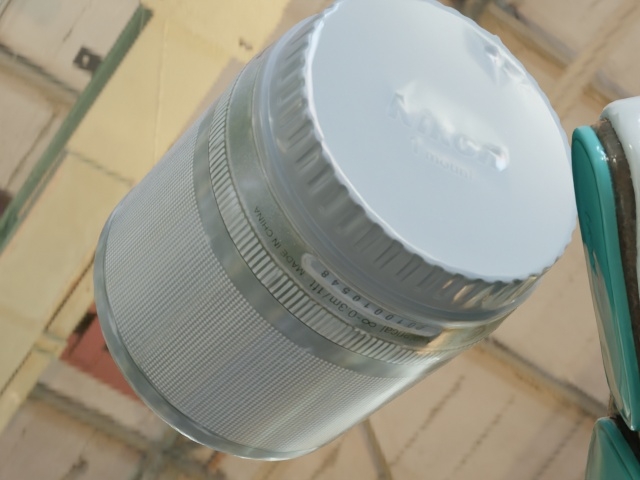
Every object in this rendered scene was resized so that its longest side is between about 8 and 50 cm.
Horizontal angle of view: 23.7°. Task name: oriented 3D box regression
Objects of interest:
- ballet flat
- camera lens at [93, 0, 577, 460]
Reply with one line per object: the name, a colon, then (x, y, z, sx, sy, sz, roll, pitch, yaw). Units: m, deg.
ballet flat: (0.215, 0.100, 0.845, 0.139, 0.139, 0.400, -8, -58, -1)
camera lens: (0.000, 0.000, 0.964, 0.219, 0.219, 0.274, 30, -41, -18)
